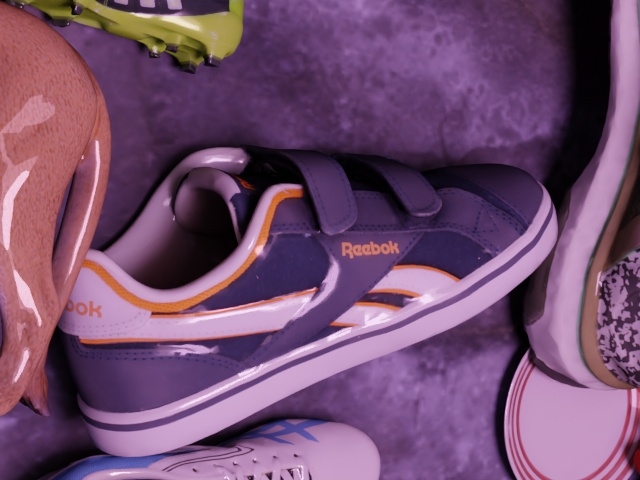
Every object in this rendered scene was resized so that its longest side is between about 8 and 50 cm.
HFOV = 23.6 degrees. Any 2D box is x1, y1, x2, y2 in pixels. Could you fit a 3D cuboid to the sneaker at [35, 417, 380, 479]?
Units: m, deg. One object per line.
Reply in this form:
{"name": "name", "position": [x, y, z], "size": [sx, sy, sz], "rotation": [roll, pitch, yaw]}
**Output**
{"name": "sneaker", "position": [-0.057, 0.154, 0.880], "size": [0.237, 0.086, 0.085], "rotation": [-7, 98, -34]}

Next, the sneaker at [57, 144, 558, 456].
{"name": "sneaker", "position": [0.000, 0.000, 0.874], "size": [0.321, 0.126, 0.127], "rotation": [-25, 114, -27]}

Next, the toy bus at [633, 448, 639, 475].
{"name": "toy bus", "position": [0.294, 0.197, 1.090], "size": [0.202, 0.104, 0.191], "rotation": [33, 86, -41]}

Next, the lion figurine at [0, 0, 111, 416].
{"name": "lion figurine", "position": [-0.221, -0.096, 0.716], "size": [0.392, 0.142, 0.240], "rotation": [38, 78, -35]}

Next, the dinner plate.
{"name": "dinner plate", "position": [0.179, 0.119, 1.070], "size": [0.141, 0.017, 0.141], "rotation": [-5, 99, -33]}

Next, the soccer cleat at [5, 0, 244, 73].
{"name": "soccer cleat", "position": [-0.115, -0.148, 0.828], "size": [0.179, 0.060, 0.072], "rotation": [19, 76, -40]}

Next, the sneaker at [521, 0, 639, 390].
{"name": "sneaker", "position": [0.275, -0.069, 0.959], "size": [0.158, 0.182, 0.410], "rotation": [2, 108, -37]}
